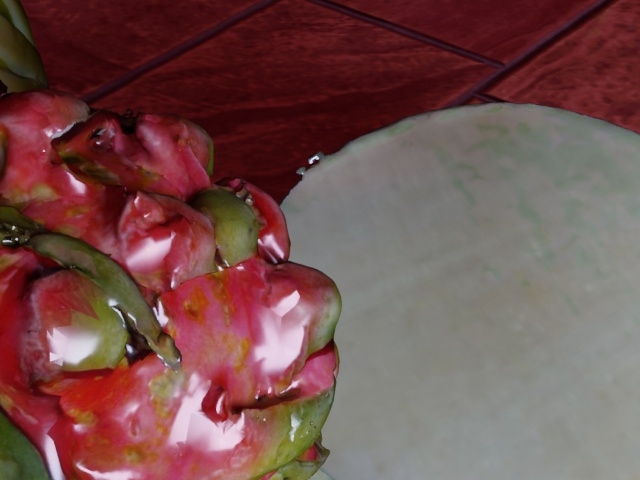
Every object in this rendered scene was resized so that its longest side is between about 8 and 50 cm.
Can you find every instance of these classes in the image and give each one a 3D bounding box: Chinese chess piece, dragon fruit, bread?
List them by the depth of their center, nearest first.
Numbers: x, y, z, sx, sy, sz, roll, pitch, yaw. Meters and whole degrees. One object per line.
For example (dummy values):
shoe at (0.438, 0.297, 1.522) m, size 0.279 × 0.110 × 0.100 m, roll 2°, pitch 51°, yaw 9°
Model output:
dragon fruit at (-0.122, 0.046, 0.877) m, size 0.231 × 0.237 × 0.303 m, roll 40°, pitch 5°, yaw 39°
Chinese chess piece at (0.114, 0.079, 1.081) m, size 0.349 × 0.146 × 0.349 m, roll 0°, pitch 53°, yaw 0°
bread at (-0.310, -0.169, 1.481) m, size 0.158 × 0.156 × 0.260 m, roll -9°, pitch 36°, yaw -15°
